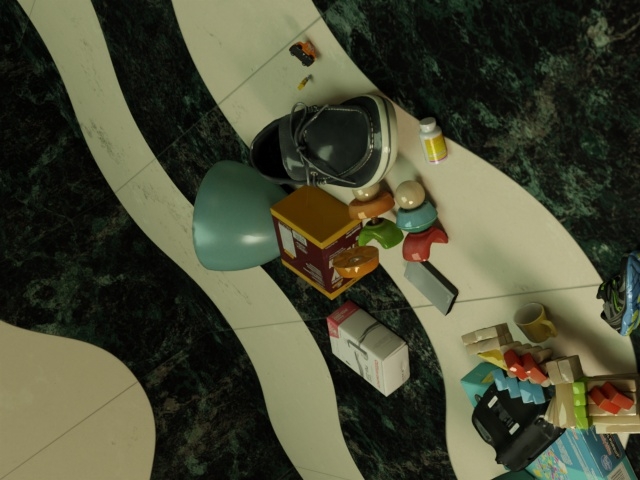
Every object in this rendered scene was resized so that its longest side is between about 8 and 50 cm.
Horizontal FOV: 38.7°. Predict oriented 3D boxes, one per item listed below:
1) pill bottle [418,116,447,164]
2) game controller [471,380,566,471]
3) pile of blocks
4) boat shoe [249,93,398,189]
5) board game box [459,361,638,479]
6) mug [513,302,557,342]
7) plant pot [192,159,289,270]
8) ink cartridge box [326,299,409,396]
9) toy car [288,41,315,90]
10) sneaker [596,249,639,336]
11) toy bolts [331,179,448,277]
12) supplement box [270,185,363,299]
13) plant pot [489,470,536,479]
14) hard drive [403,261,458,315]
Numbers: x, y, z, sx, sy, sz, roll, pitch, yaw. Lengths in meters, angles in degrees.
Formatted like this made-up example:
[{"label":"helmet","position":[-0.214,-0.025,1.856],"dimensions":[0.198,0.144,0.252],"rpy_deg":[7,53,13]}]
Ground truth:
[{"label":"pill bottle","position":[0.208,-0.186,1.695],"dimensions":[0.043,0.043,0.083],"rpy_deg":[24,142,49]},{"label":"game controller","position":[0.399,0.366,1.866],"dimensions":[0.166,0.067,0.319],"rpy_deg":[61,159,24]},{"label":"pile of blocks","position":[0.408,0.262,1.658],"dimensions":[0.362,0.113,0.148],"rpy_deg":[21,99,27]},{"label":"boat shoe","position":[-0.001,-0.193,1.885],"dimensions":[0.500,0.156,0.186],"rpy_deg":[1,96,62]},{"label":"board game box","position":[0.474,0.397,1.921],"dimensions":[0.336,0.079,0.253],"rpy_deg":[1,122,61]},{"label":"mug","position":[0.414,0.167,1.752],"dimensions":[0.064,0.062,0.078],"rpy_deg":[57,-170,-25]},{"label":"plant pot","position":[-0.172,-0.052,2.333],"dimensions":[0.196,0.290,0.290],"rpy_deg":[9,136,21]},{"label":"ink cartridge box","position":[0.126,0.282,2.391],"dimensions":[0.218,0.092,0.158],"rpy_deg":[34,149,35]},{"label":"toy car","position":[-0.041,-0.373,1.908],"dimensions":[0.060,0.040,0.122],"rpy_deg":[31,151,1]},{"label":"sneaker","position":[0.493,0.086,1.499],"dimensions":[0.078,0.067,0.188],"rpy_deg":[31,150,30]},{"label":"toy bolts","position":[0.127,-0.039,1.874],"dimensions":[0.229,0.218,0.158],"rpy_deg":[1,118,40]},{"label":"supplement box","position":[0.000,0.000,2.208],"dimensions":[0.191,0.129,0.194],"rpy_deg":[35,149,37]},{"label":"plant pot","position":[0.392,0.619,1.968],"dimensions":[0.166,0.234,0.165],"rpy_deg":[39,151,35]},{"label":"hard drive","position":[0.245,0.096,2.018],"dimensions":[0.135,0.022,0.094],"rpy_deg":[45,154,21]}]
